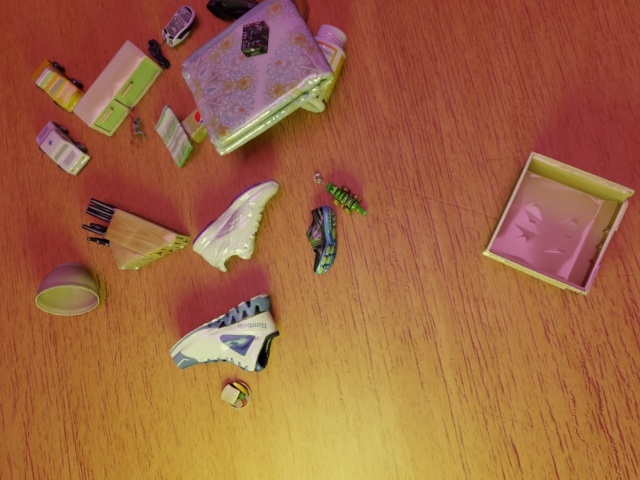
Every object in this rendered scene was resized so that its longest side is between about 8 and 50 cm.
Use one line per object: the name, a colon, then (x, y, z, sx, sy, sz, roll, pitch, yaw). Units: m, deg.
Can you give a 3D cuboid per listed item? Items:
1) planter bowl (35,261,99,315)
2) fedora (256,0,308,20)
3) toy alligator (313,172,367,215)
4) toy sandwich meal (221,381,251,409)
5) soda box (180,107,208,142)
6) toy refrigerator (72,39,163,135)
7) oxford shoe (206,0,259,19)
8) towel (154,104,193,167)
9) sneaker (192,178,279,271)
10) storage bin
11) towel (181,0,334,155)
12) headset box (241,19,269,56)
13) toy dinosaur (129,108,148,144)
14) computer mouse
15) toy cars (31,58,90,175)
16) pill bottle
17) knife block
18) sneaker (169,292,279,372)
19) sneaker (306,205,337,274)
planter bowl: (-0.741, 0.134, 1.362, 0.162, 0.162, 0.109, -23, 54, 8)
fedora: (-0.132, -0.683, 1.340, 0.194, 0.079, 0.195, -1, 86, 11)
toy alligator: (0.050, -0.129, 1.272, 0.189, 0.051, 0.056, 38, 93, 11)
toy sandwich meal: (-0.236, 0.434, 1.292, 0.085, 0.029, 0.086, -1, 85, 11)
soda box: (-0.322, -0.373, 1.358, 0.181, 0.061, 0.058, -41, 78, 5)
toy refrigerator: (-0.609, -0.455, 1.401, 0.094, 0.102, 0.270, 41, 93, 11)
oxford shoe: (-0.240, -0.692, 1.326, 0.227, 0.082, 0.096, 31, 88, 36)
towel: (-0.435, -0.306, 1.363, 0.152, 0.023, 0.113, 58, 138, 10)
sneaker: (-0.212, -0.042, 1.302, 0.305, 0.114, 0.152, -44, 93, 9)
storage bin: (0.574, -0.035, 1.129, 0.260, 0.123, 0.263, 25, 90, 12)
towel: (-0.179, -0.444, 1.237, 0.374, 0.090, 0.321, -30, 69, 13)
headset box: (-0.167, -0.521, 1.185, 0.062, 0.032, 0.084, -3, 75, 21)
toy dinosaur: (-0.572, -0.335, 1.404, 0.047, 0.090, 0.082, -13, 51, 25)
computer mouse: (-0.446, -0.629, 1.416, 0.193, 0.042, 0.106, -43, 74, 10)
toy cars: (-0.833, -0.397, 1.446, 0.176, 0.087, 0.394, -9, 84, 10)
pill bottle: (-0.005, -0.476, 1.278, 0.117, 0.117, 0.215, 23, 90, 12)
knife block: (-0.555, -0.048, 1.363, 0.275, 0.088, 0.242, -24, 82, 9)
sneaker: (-0.241, 0.295, 1.255, 0.315, 0.127, 0.182, -31, 78, 5)
sneaker: (0.000, 0.000, 1.274, 0.078, 0.067, 0.188, 0, 87, 32)
